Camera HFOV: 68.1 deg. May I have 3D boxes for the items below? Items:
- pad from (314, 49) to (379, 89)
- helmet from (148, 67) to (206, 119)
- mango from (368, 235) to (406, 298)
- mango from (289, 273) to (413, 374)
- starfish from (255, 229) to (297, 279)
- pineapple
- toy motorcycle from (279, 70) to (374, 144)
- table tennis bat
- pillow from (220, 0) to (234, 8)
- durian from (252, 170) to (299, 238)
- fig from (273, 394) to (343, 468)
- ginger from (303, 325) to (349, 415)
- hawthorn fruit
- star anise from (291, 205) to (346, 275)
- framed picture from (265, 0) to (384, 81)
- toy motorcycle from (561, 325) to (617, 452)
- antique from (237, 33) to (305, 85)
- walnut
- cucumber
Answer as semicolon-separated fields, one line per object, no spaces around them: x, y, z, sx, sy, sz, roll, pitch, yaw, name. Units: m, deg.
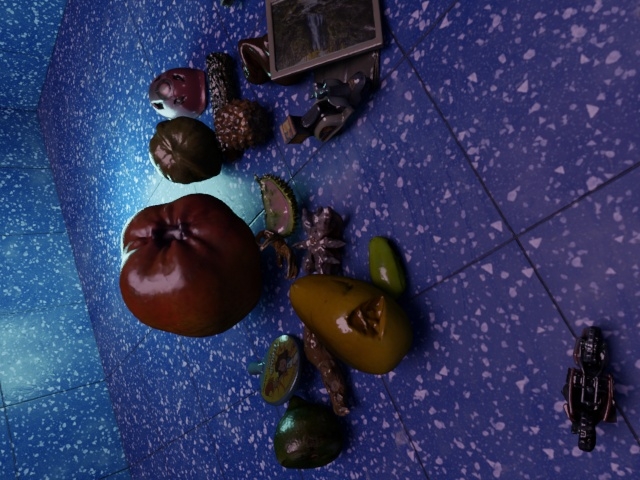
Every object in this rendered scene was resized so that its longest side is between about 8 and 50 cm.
0.063;-0.476;1.251;0.233;0.022;0.174;12;102;45;pad
-0.555;-0.558;1.792;0.253;0.154;0.198;1;93;51;helmet
0.156;0.067;1.171;0.091;0.074;0.165;-33;72;43;mango
0.058;0.193;1.165;0.364;0.253;0.182;20;64;38;mango
-0.114;0.048;1.403;0.074;0.190;0.146;-42;30;-8;starfish
-0.259;-0.361;1.493;0.193;0.166;0.166;3;97;35;pineapple
0.019;-0.337;1.203;0.263;0.157;0.091;-38;68;52;toy motorcycle
-0.147;0.408;1.501;0.329;0.044;0.215;-20;55;55;table tennis bat
-0.300;-0.954;1.493;0.310;0.138;0.283;-52;58;39;pillow
-0.115;-0.113;1.404;0.137;0.095;0.221;6;131;26;durian
-0.044;0.524;1.363;0.203;0.203;0.235;-56;33;33;fig
0.010;0.350;1.335;0.084;0.122;0.290;-23;74;1;ginger
-0.402;0.093;1.492;0.471;0.471;0.472;6;98;45;hawthorn fruit
0.000;0.000;1.309;0.229;0.093;0.236;59;140;28;star anise
0.002;-0.563;1.216;0.324;0.020;0.241;-6;83;26;framed picture
0.481;0.259;0.844;0.082;0.122;0.213;6;85;22;toy motorcycle
-0.141;-0.525;1.392;0.256;0.121;0.144;10;110;38;antique
-0.457;-0.309;1.640;0.227;0.283;0.283;-43;61;12;walnut
-0.326;-0.444;1.604;0.096;0.096;0.360;-7;88;46;cucumber
